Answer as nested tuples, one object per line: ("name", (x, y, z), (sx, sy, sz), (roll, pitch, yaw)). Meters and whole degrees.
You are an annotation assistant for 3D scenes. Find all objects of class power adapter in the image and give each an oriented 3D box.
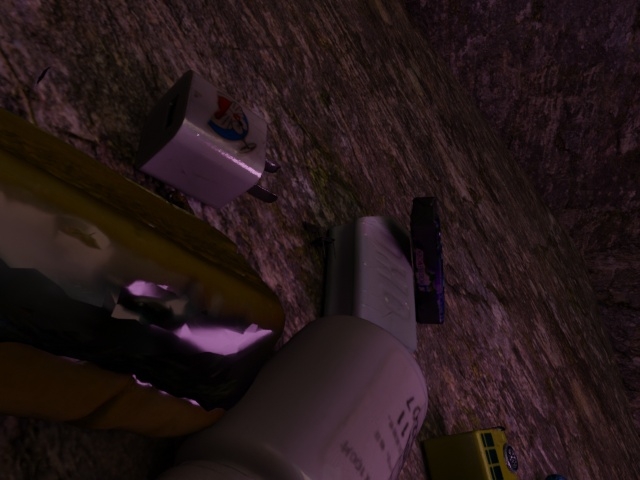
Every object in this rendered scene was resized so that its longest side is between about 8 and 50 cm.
("power adapter", (-0.141, -0.125, 0.700), (0.205, 0.125, 0.129), (28, 47, -39))

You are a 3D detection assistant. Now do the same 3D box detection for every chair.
("chair", (0.001, -0.001, 0.872), (0.037, 0.042, 0.086), (13, 57, -46))

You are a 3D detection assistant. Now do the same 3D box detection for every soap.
("soap", (0.098, 0.072, 0.900), (0.173, 0.095, 0.289), (37, 42, -33))

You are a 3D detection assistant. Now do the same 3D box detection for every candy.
("candy", (0.222, 0.053, 0.984), (0.088, 0.061, 0.312), (-79, 160, -45))

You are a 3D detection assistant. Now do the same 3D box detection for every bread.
("bread", (-0.216, 0.036, 0.416), (0.377, 0.208, 0.251), (30, 12, -40))

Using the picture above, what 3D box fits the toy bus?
("toy bus", (0.284, 0.475, 0.840), (0.150, 0.128, 0.261), (21, 51, -44))

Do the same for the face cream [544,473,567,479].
("face cream", (0.503, 0.642, 1.048), (0.337, 0.080, 0.162), (-23, 85, -56))

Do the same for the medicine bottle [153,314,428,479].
("medicine bottle", (-0.034, 0.250, 0.508), (0.211, 0.211, 0.371), (60, 35, -4))

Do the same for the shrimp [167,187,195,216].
("shrimp", (-0.165, 0.016, 0.654), (0.190, 0.042, 0.101), (63, 14, 2))
